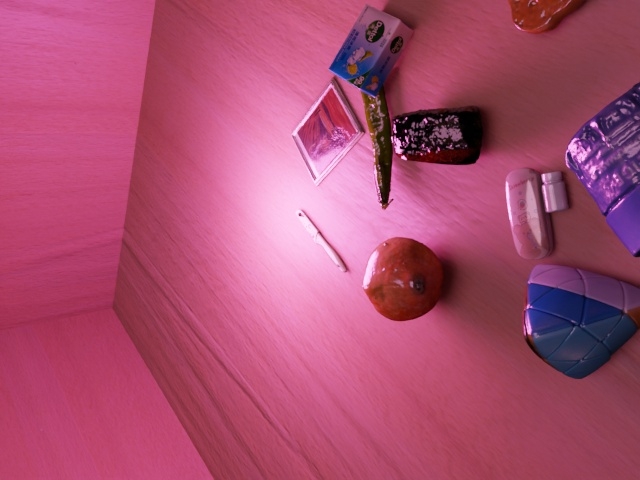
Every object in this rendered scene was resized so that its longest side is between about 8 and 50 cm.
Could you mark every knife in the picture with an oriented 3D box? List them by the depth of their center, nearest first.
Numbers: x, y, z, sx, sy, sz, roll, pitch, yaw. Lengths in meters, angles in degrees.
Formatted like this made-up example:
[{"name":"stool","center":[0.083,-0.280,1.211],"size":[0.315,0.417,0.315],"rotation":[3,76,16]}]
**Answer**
[{"name":"knife","center":[-0.002,0.000,1.800],"size":[0.293,0.020,0.043],"rotation":[53,134,29]}]

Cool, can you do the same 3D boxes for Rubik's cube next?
[{"name":"Rubik's cube","center":[0.542,0.179,1.114],"size":[0.254,0.255,0.254],"rotation":[12,106,48]}]

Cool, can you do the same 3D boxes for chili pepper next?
[{"name":"chili pepper","center":[0.163,-0.256,1.513],"size":[0.085,0.076,0.358],"rotation":[-18,77,54]}]

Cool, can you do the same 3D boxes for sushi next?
[{"name":"sushi","center":[0.278,-0.255,1.335],"size":[0.225,0.136,0.126],"rotation":[16,117,42]}]

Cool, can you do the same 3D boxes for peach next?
[{"name":"peach","center":[0.210,0.099,1.421],"size":[0.233,0.233,0.232],"rotation":[12,106,48]}]

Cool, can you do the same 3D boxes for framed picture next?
[{"name":"framed picture","center":[0.010,-0.328,1.725],"size":[0.273,0.016,0.216],"rotation":[-46,63,44]}]

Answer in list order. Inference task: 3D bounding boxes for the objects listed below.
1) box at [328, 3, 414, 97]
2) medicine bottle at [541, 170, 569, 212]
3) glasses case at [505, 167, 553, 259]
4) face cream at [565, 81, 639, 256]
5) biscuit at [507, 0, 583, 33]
[{"name":"box","center":[0.130,-0.495,1.467],"size":[0.139,0.073,0.194],"rotation":[43,109,36]},{"name":"medicine bottle","center":[0.492,-0.101,1.181],"size":[0.047,0.047,0.083],"rotation":[-9,89,50]},{"name":"glasses case","center":[0.455,-0.058,1.228],"size":[0.081,0.051,0.204],"rotation":[-13,87,52]},{"name":"face cream","center":[0.568,-0.127,0.932],"size":[0.249,0.249,0.225],"rotation":[-50,58,42]},{"name":"biscuit","center":[0.457,-0.606,1.117],"size":[0.312,0.057,0.351],"rotation":[44,126,36]}]
